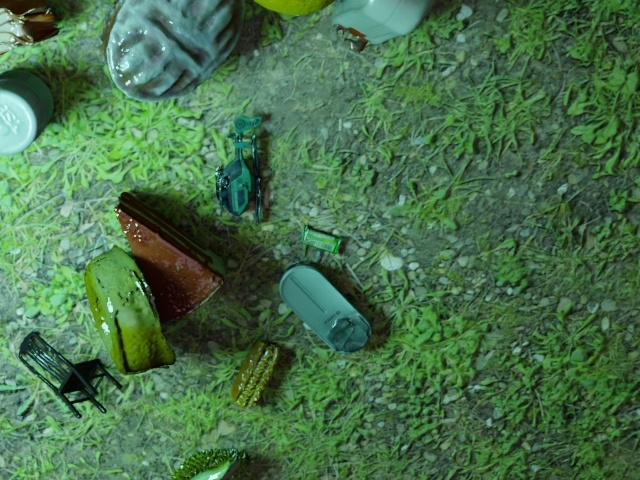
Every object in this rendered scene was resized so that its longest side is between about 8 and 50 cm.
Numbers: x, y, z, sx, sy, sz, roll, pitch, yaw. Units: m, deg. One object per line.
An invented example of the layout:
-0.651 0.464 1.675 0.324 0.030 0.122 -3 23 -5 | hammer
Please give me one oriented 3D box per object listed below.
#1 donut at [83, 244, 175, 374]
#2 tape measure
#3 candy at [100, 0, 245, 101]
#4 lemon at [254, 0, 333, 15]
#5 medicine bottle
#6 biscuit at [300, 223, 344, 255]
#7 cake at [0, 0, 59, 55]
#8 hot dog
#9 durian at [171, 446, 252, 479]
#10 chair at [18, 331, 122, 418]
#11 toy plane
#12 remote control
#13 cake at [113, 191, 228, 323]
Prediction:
-0.391 0.145 1.941 0.107 0.272 0.272 -25 114 -22 | donut
0.131 -0.476 1.765 0.130 0.258 0.265 25 90 -14 | tape measure
-0.274 -0.392 1.804 0.289 0.157 0.214 -47 123 5 | candy
-0.048 -0.503 1.764 0.231 0.192 0.192 7 111 -6 | lemon
-0.572 -0.238 1.824 0.135 0.168 0.135 -2 111 -6 | medicine bottle
0.000 0.000 2.060 0.089 0.016 0.046 17 107 -13 | biscuit
-0.607 -0.387 1.815 0.287 0.135 0.098 -6 118 18 | cake
-0.143 0.293 2.145 0.071 0.045 0.165 22 107 -16 | hot dog
-0.255 0.514 2.196 0.221 0.137 0.095 -32 77 12 | durian
-0.535 0.276 2.090 0.212 0.101 0.084 40 105 20 | chair
-0.162 -0.137 1.968 0.096 0.060 0.235 -5 115 -12 | toy plane
0.011 0.145 2.099 0.104 0.052 0.247 -39 111 11 | remote control
-0.336 0.037 1.966 0.262 0.158 0.159 36 103 -15 | cake
